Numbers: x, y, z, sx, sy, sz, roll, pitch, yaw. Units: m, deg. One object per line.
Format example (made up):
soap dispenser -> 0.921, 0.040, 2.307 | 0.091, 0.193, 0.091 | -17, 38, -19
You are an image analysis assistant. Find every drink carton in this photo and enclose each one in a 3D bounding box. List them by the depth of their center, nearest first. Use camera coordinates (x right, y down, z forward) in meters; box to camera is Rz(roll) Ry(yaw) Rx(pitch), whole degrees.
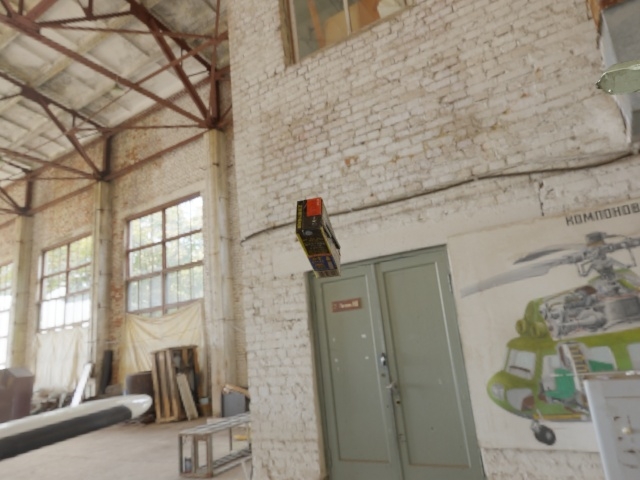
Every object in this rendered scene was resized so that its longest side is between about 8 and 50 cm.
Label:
drink carton -> 0.000, 0.000, 0.793 | 0.056, 0.071, 0.166 | -9, -34, 9

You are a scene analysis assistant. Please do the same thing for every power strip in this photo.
power strip -> 0.809, -0.398, 1.029 | 0.048, 0.080, 0.286 | -43, 27, -20
